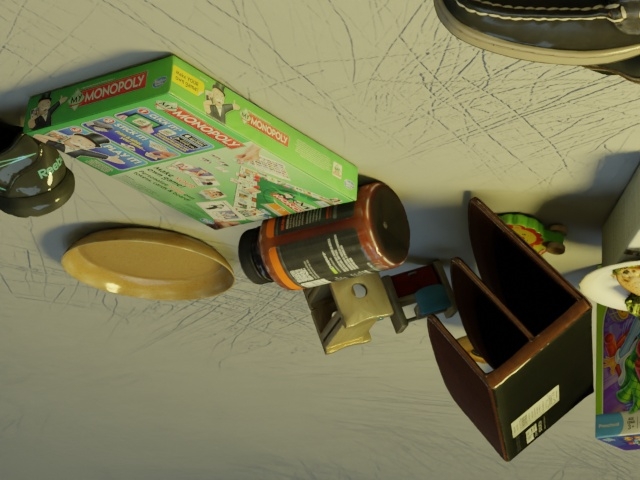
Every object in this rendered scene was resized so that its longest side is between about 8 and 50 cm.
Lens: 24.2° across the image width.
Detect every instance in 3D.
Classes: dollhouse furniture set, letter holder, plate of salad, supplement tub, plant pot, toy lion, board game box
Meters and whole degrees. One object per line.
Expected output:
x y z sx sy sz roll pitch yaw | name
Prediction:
0.082 0.046 1.916 0.183 0.129 0.129 -16 164 -17 | dollhouse furniture set
0.207 0.108 1.829 0.152 0.214 0.302 -39 155 -8 | letter holder
0.400 0.065 1.730 0.200 0.048 0.200 4 160 1 | plate of salad
0.000 0.000 1.777 0.198 0.106 0.106 -13 153 30 | supplement tub
-0.231 0.030 2.024 0.236 0.032 0.236 4 159 2 | plant pot
0.248 -0.003 1.842 0.096 0.034 0.100 16 158 -11 | toy lion
-0.136 -0.098 1.646 0.213 0.046 0.317 -11 154 35 | board game box
0.505 0.121 1.826 0.347 0.233 0.078 -14 153 39 | board game box

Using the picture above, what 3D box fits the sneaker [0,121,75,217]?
-0.403 -0.095 1.682 0.267 0.101 0.106 2 133 21 | sneaker

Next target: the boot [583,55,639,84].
0.219 -0.183 1.252 0.137 0.077 0.198 17 175 -18 | boot

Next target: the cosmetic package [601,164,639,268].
0.399 -0.015 1.701 0.117 0.085 0.231 5 158 1 | cosmetic package

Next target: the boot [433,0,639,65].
0.271 -0.244 1.043 0.377 0.138 0.284 0 160 2 | boot

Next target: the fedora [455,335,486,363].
0.272 0.124 2.102 0.194 0.079 0.194 0 164 0 | fedora
